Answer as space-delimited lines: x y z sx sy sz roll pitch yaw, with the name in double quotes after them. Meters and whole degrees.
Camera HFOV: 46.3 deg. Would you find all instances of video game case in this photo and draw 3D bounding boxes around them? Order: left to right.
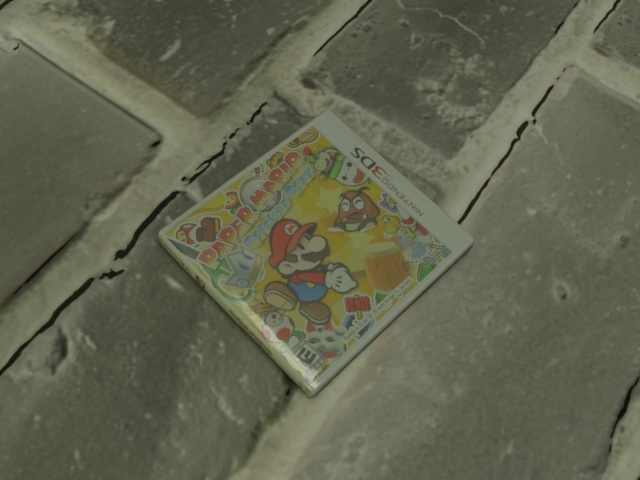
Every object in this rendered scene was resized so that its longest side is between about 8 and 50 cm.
0.000 0.000 0.711 0.206 0.026 0.227 44 65 14 "video game case"
